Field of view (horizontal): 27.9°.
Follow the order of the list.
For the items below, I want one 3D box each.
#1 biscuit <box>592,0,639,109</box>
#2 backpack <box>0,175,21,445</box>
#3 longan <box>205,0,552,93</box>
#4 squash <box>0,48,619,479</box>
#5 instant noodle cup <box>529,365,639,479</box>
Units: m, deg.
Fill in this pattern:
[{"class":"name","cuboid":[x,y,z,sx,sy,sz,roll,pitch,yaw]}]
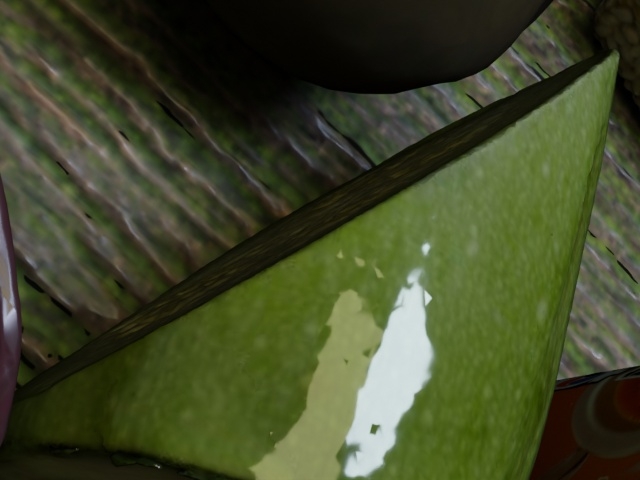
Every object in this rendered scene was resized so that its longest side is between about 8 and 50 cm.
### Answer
[{"class":"biscuit","cuboid":[0.223,-0.085,0.721,0.070,0.082,0.168,-37,93,-40]},{"class":"backpack","cuboid":[-0.216,-0.037,0.336,0.283,0.197,0.317,-17,87,-38]},{"class":"longan","cuboid":[0.030,-0.161,0.559,0.212,0.198,0.198,-22,84,-38]},{"class":"squash","cuboid":[0.000,0.000,0.471,0.189,0.189,0.260,29,60,-22]},{"class":"instant noodle cup","cuboid":[0.149,0.154,0.505,0.250,0.192,0.250,13,65,-30]}]
